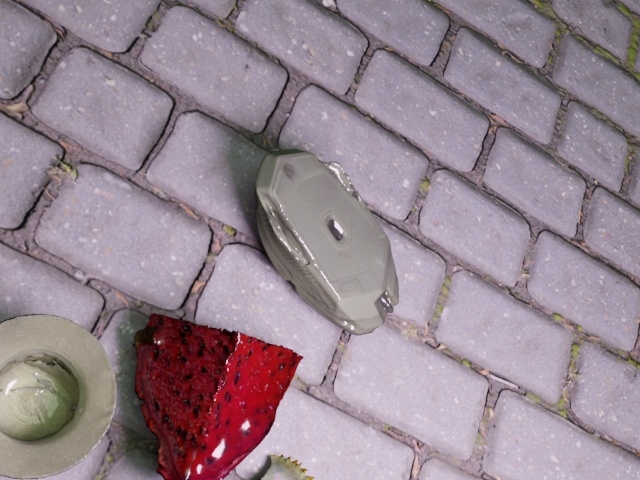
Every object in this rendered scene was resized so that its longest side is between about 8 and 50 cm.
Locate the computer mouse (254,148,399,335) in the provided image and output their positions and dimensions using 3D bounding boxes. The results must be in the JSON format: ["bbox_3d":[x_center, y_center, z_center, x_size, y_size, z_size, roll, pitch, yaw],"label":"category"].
[{"bbox_3d":[-0.001,0.003,1.510,0.429,0.145,0.228,54,51,-14],"label":"computer mouse"}]

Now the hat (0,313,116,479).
[{"bbox_3d":[-0.471,0.256,1.196,0.257,0.130,0.257,8,70,-23],"label":"hat"}]

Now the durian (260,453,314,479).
[{"bbox_3d":[-0.096,0.516,1.259,0.166,0.172,0.306,48,54,1],"label":"durian"}]

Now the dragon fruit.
[{"bbox_3d":[-0.204,0.272,1.262,0.303,0.240,0.330,16,57,0],"label":"dragon fruit"}]
